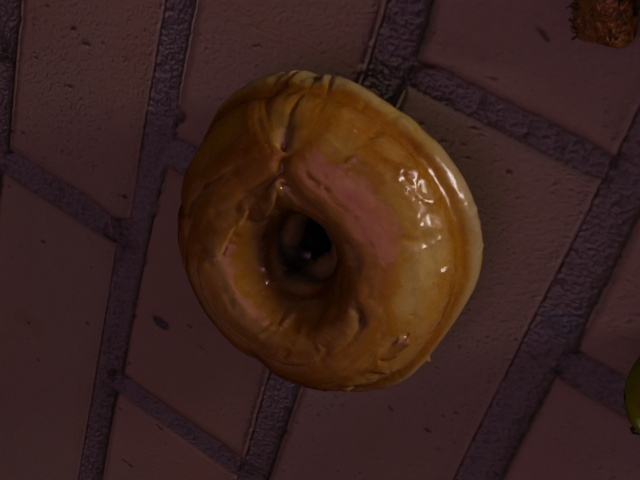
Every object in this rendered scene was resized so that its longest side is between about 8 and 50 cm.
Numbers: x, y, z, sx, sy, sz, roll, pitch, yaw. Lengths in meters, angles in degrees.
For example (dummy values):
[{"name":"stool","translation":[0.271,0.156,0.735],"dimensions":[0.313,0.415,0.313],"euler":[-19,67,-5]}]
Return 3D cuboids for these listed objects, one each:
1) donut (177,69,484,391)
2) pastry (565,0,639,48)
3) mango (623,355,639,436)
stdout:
[{"name":"donut","translation":[0.000,0.000,1.264],"dimensions":[0.448,0.198,0.449],"euler":[14,119,26]},{"name":"pastry","translation":[0.302,-0.276,1.024],"dimensions":[0.080,0.056,0.140],"euler":[22,128,33]},{"name":"mango","translation":[0.477,0.161,1.054],"dimensions":[0.293,0.143,0.175],"euler":[-18,94,28]}]
